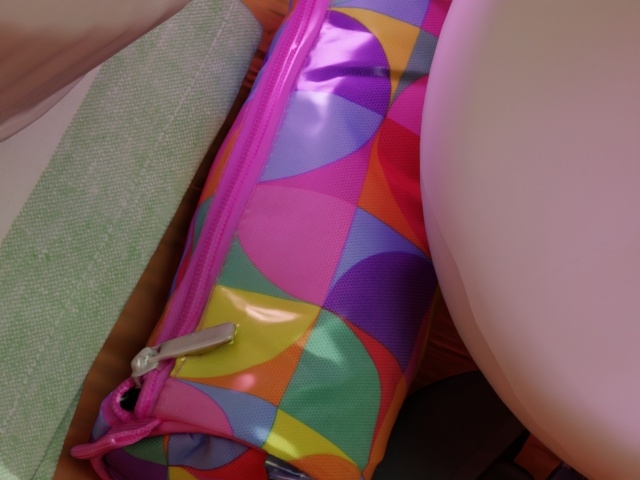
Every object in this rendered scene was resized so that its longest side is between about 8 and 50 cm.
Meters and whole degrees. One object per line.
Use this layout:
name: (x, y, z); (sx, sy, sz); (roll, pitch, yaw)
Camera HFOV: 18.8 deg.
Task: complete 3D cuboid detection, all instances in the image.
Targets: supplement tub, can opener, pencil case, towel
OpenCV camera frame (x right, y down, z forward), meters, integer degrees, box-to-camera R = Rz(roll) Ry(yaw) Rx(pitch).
supplement tub: (0.207, -0.023, 0.703); (0.331, 0.241, 0.241); (4, 72, -60)
can opener: (0.005, 0.151, 0.674); (0.095, 0.076, 0.283); (36, 51, 17)
pencil case: (0.000, 0.000, 0.685); (0.104, 0.104, 0.236); (37, 55, -22)
towel: (-0.163, -0.089, 0.595); (0.325, 0.038, 0.248); (44, 51, -29)

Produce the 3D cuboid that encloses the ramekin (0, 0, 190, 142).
ramekin: (-0.121, -0.158, 0.539); (0.273, 0.127, 0.273); (16, 68, -44)
